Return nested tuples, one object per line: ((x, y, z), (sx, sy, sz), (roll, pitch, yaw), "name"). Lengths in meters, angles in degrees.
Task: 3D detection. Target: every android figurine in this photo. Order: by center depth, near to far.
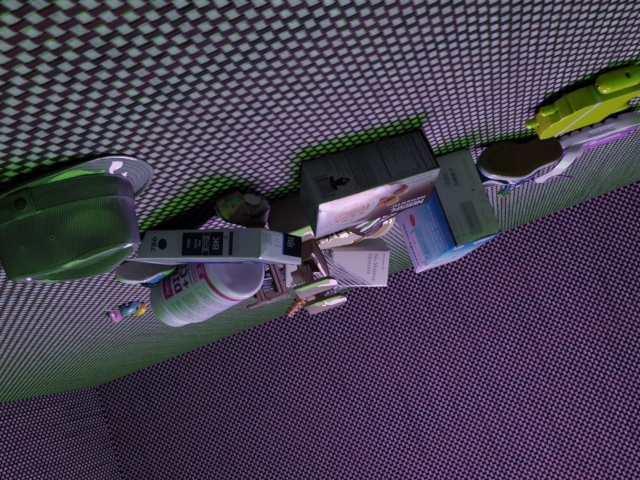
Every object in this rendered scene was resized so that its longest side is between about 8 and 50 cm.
((0.566, -0.288, 1.548), (0.273, 0.056, 0.248), (-17, 170, -15), "android figurine")

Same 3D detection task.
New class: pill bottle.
((-0.277, 0.102, 1.720), (0.160, 0.160, 0.283), (-9, 165, -46), "pill bottle")

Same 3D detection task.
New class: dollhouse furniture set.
((0.000, 0.000, 1.588), (0.161, 0.212, 0.242), (-19, 143, 7), "dollhouse furniture set")
((-0.170, 0.123, 2.133), (0.129, 0.129, 0.183), (-19, 175, -3), "dollhouse furniture set")

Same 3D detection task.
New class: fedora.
((-0.363, -0.012, 1.067), (0.276, 0.124, 0.243), (-19, 170, -1), "fedora")

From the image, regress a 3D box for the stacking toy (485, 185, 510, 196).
((0.401, -0.123, 2.010), (0.221, 0.052, 0.167), (-19, -170, -17), "stacking toy")

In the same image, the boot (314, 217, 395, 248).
((0.042, -0.032, 1.791), (0.204, 0.095, 0.262), (-13, 178, -34), "boot")

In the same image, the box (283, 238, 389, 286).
((0.040, 0.058, 1.939), (0.275, 0.113, 0.094), (-1, -160, -6), "box")

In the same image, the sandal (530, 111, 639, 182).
((0.661, -0.219, 1.955), (0.416, 0.102, 0.169), (-26, 168, 31), "sandal")

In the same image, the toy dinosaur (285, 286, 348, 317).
((0.010, 0.079, 2.089), (0.322, 0.164, 0.218), (-28, 174, -11), "toy dinosaur")

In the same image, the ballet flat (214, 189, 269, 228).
((-0.135, -0.057, 1.421), (0.067, 0.073, 0.206), (-32, 170, 11), "ballet flat")

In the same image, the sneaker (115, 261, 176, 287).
((-0.406, 0.080, 1.647), (0.152, 0.058, 0.084), (-18, 163, -48), "sneaker")

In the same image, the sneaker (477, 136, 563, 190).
((0.460, -0.179, 1.802), (0.282, 0.099, 0.153), (-16, 168, -34), "sneaker")

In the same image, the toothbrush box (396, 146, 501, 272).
((0.291, -0.065, 1.760), (0.126, 0.216, 0.295), (-17, 171, -13), "toothbrush box")

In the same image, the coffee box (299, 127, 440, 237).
((0.091, -0.109, 1.406), (0.247, 0.098, 0.141), (-17, 157, -12), "coffee box")

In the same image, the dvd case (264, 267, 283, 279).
((-0.187, 0.135, 2.434), (0.239, 0.029, 0.179), (-11, 166, -44), "dvd case")

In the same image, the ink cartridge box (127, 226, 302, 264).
((-0.219, 0.014, 1.440), (0.333, 0.065, 0.165), (-2, 174, 25), "ink cartridge box")

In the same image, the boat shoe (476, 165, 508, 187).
((0.437, -0.171, 1.923), (0.183, 0.066, 0.066), (-4, 170, -33), "boat shoe")

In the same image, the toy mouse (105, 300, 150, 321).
((-0.567, 0.208, 2.095), (0.161, 0.031, 0.143), (-23, 169, 20), "toy mouse")

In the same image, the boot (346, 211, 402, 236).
((0.130, -0.092, 1.633), (0.106, 0.082, 0.219), (10, 129, -50), "boot")
